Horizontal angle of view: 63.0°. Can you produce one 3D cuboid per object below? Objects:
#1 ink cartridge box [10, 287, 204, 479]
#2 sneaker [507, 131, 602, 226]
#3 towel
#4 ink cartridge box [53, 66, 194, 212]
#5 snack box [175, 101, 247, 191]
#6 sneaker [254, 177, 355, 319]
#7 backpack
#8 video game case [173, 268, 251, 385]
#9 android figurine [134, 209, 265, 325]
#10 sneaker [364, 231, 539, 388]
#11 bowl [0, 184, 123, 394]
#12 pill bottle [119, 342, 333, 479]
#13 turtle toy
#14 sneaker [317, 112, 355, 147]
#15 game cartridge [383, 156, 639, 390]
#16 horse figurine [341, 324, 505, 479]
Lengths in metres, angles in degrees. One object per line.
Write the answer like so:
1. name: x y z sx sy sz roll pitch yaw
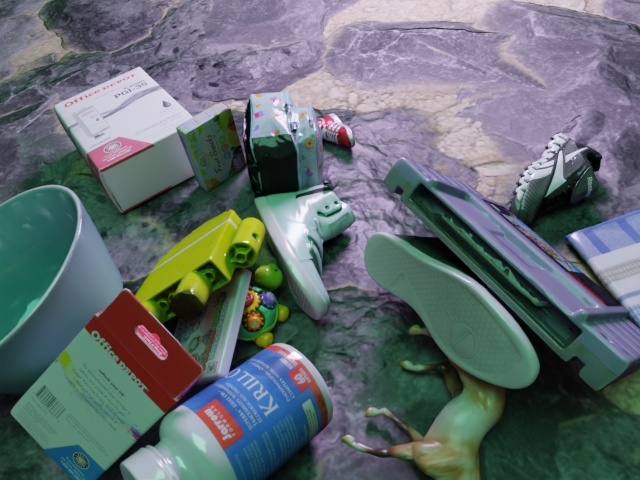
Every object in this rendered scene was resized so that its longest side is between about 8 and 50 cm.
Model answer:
1. ink cartridge box: -0.239 0.167 0.622 0.231 0.078 0.134 -44 88 15
2. sneaker: 0.389 -0.091 0.851 0.106 0.078 0.234 26 56 31
3. towel: 0.514 0.062 0.728 0.209 0.034 0.285 -18 47 -4
4. ink cartridge box: -0.383 -0.213 1.057 0.207 0.117 0.283 -33 52 -18
5. snack box: -0.200 -0.173 0.976 0.100 0.141 0.037 -37 54 -21
6. sneaker: 0.000 -0.001 0.827 0.151 0.094 0.255 -19 50 -11
7. backpack: -0.069 -0.175 0.940 0.145 0.165 0.188 -14 52 -5
8. video game case: -0.162 0.126 0.732 0.143 0.019 0.157 -22 46 38
9. android figurine: -0.189 0.044 0.772 0.248 0.056 0.273 -32 19 16
10. sneaker: 0.196 0.069 0.682 0.147 0.104 0.296 -3 29 -31
11. bowl: -0.409 0.091 0.740 0.312 0.163 0.311 -16 47 18
12. pill bottle: -0.102 0.223 0.595 0.124 0.124 0.222 33 45 31
13. turtle toy: -0.097 0.093 0.778 0.095 0.066 0.130 16 54 22
14. sneaker: 0.019 -0.211 1.039 0.067 0.042 0.118 -20 42 -13
15. game cartridge: 0.261 0.027 0.680 0.230 0.068 0.355 3 38 -47
16. horse figurine: 0.153 0.209 0.638 0.175 0.066 0.263 21 58 32
